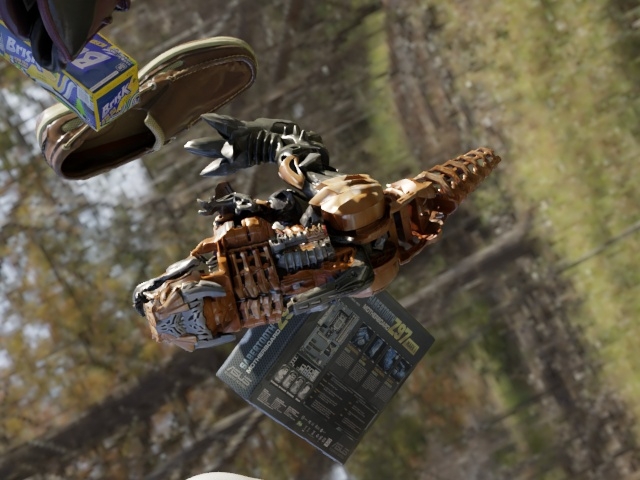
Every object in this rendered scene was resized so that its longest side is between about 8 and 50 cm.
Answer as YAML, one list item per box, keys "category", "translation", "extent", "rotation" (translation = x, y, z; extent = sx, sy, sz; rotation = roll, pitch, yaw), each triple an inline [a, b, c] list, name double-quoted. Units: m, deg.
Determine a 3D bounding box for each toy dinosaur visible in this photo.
- category: "toy dinosaur"
  translation: [0.000, 0.000, 1.037]
  extent: [0.218, 0.322, 0.164]
  rotation: [30, 117, 56]

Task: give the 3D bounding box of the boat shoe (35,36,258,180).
- category: "boat shoe"
  translation: [-0.180, -0.133, 1.408]
  extent: [0.095, 0.257, 0.095]
  rotation: [65, 178, -42]

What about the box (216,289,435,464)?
- category: "box"
  translation: [0.012, 0.125, 1.398]
  extent: [0.059, 0.183, 0.232]
  rotation: [34, 174, 37]

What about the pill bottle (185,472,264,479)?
- category: "pill bottle"
  translation: [-0.081, 0.269, 1.122]
  extent: [0.131, 0.131, 0.229]
  rotation: [65, -175, 18]

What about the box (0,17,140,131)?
- category: "box"
  translation: [-0.246, -0.178, 1.208]
  extent: [0.169, 0.059, 0.054]
  rotation: [38, 151, 21]

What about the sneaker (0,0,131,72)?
- category: "sneaker"
  translation: [-0.147, -0.191, 0.918]
  extent: [0.106, 0.162, 0.281]
  rotation: [22, -174, 29]
